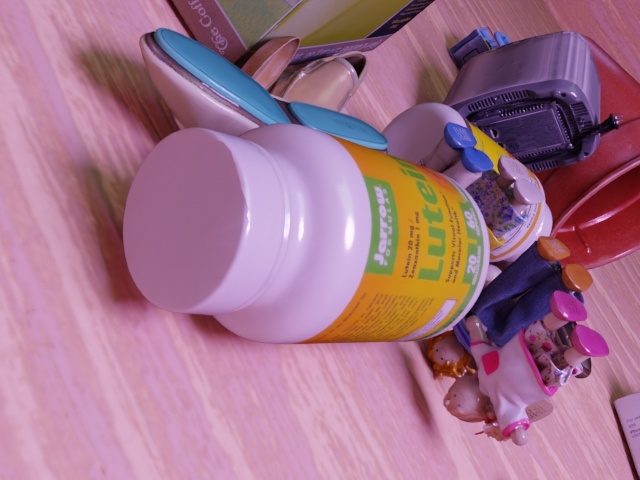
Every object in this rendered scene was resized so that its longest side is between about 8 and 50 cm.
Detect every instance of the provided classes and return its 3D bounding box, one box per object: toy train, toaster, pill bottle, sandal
[{"bbox_3d":[0.296,-0.273,1.231,0.105,0.080,0.184,-29,88,-50],"label":"toy train"},{"bbox_3d":[0.261,-0.173,0.923,0.129,0.226,0.147,54,42,-32],"label":"toaster"},{"bbox_3d":[0.158,-0.050,0.778,0.215,0.117,0.117,27,41,-41],"label":"pill bottle"},{"bbox_3d":[0.000,0.000,0.487,0.245,0.136,0.137,9,54,-51],"label":"pill bottle"},{"bbox_3d":[0.239,0.075,0.844,0.090,0.060,0.219,32,24,-45],"label":"sandal"}]

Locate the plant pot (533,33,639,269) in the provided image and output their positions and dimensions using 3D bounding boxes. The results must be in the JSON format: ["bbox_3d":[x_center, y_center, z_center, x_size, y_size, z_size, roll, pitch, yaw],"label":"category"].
[{"bbox_3d":[0.387,-0.140,1.074,0.272,0.272,0.265,18,40,-47],"label":"plant pot"}]

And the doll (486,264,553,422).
[{"bbox_3d":[0.183,0.096,0.746,0.129,0.046,0.189,29,33,-23],"label":"doll"}]

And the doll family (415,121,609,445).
[{"bbox_3d":[0.134,0.039,0.623,0.118,0.163,0.263,-1,56,-44],"label":"doll family"}]

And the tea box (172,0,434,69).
[{"bbox_3d":[0.041,-0.341,0.673,0.220,0.323,0.329,56,32,1],"label":"tea box"}]

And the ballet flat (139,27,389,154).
[{"bbox_3d":[-0.042,-0.076,0.556,0.248,0.086,0.086,16,49,-44],"label":"ballet flat"}]

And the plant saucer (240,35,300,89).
[{"bbox_3d":[-0.050,-0.140,0.604,0.015,0.083,0.083,43,31,-1],"label":"plant saucer"}]

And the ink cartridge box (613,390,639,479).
[{"bbox_3d":[0.495,0.333,0.891,0.211,0.121,0.289,35,36,-33],"label":"ink cartridge box"}]

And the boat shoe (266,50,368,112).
[{"bbox_3d":[0.001,-0.143,0.687,0.068,0.072,0.190,48,32,-13],"label":"boat shoe"}]
